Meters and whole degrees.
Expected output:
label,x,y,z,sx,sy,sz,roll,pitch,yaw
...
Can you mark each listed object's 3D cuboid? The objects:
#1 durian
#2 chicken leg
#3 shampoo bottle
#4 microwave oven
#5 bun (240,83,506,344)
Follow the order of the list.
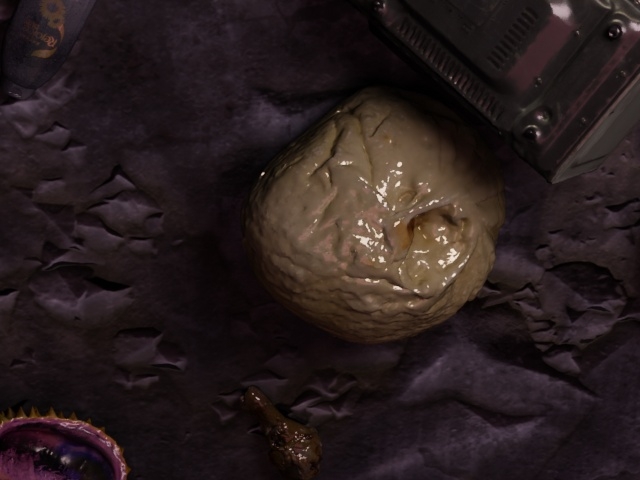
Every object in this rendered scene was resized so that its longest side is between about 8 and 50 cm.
label,x,y,z,sx,sy,sz,roll,pitch,yaw
durian,-0.434,0.346,2.081,0.260,0.153,0.186,34,137,-29
chicken leg,-0.060,0.298,2.114,0.085,0.069,0.198,-17,118,36
shampoo bottle,-0.344,-0.284,1.722,0.087,0.049,0.233,25,118,-16
microwave oven,0.238,-0.275,1.570,0.355,0.218,0.286,45,116,14
bun,0.080,-0.021,1.781,0.353,0.227,0.348,10,104,-20
